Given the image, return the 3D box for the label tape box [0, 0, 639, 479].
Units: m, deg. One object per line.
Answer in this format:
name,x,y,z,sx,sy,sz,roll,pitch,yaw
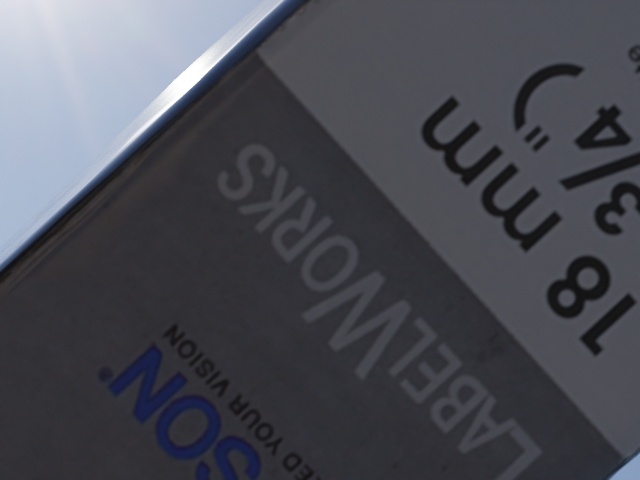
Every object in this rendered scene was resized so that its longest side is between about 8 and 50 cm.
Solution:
label tape box,0.000,0.000,0.425,0.106,0.334,0.240,48,-1,-7
